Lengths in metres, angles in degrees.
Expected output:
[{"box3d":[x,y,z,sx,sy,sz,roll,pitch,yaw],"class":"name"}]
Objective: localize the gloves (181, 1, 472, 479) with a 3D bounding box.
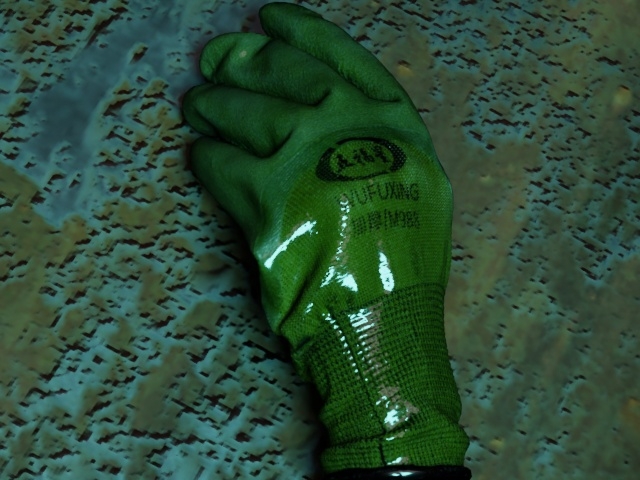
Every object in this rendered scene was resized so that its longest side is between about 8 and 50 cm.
[{"box3d":[0.011,-0.003,0.934,0.135,0.107,0.268,10,51,-48],"class":"gloves"}]
